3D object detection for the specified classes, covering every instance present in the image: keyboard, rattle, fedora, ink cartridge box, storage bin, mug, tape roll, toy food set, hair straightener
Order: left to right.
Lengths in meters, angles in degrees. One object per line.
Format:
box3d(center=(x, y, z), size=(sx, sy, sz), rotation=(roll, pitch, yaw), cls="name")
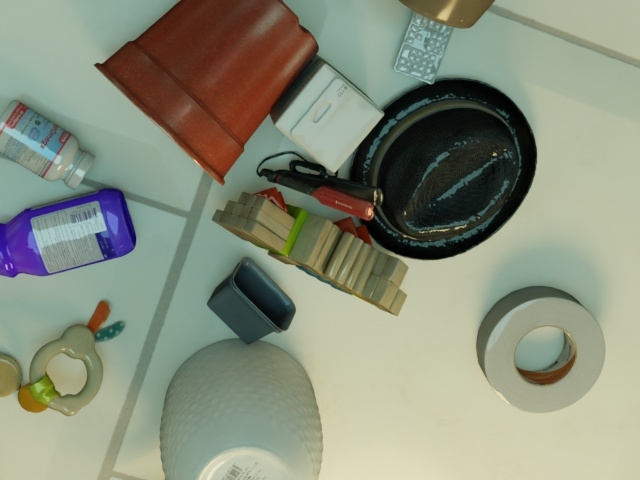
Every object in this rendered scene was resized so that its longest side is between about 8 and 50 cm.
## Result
box3d(center=(-0.560, 0.235, 1.989), size=(0.083, 0.020, 0.082), rotation=(0, 105, -6), cls="toy food set")
box3d(center=(-0.432, 0.208, 1.993), size=(0.130, 0.143, 0.199), rotation=(23, 66, -4), cls="rattle")
box3d(center=(-0.164, 0.378, 1.907), size=(0.374, 0.328, 0.276), rotation=(-43, 105, 6), cls="mug")
box3d(center=(-0.123, 0.107, 1.969), size=(0.091, 0.098, 0.135), rotation=(-33, 108, 33), cls="storage bin")
box3d(center=(0.000, -0.098, 1.908), size=(0.230, 0.089, 0.047), rotation=(15, 133, 22), cls="hair straightener")
box3d(center=(0.005, -0.208, 1.844), size=(0.127, 0.176, 0.128), rotation=(38, 99, -14), cls="ink cartridge box")
box3d(center=(0.197, -0.390, 1.889), size=(0.072, 0.014, 0.256), rotation=(19, 98, -10), cls="keyboard")
box3d(center=(0.214, -0.105, 1.905), size=(0.334, 0.152, 0.334), rotation=(-1, 105, -5), cls="fedora")
box3d(center=(0.392, 0.194, 2.045), size=(0.219, 0.072, 0.219), rotation=(-1, 106, -5), cls="tape roll")

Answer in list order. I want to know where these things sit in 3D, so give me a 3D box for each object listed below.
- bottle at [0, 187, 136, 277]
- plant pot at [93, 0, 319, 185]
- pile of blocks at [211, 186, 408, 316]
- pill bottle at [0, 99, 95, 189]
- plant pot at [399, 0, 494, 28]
box3d(center=(-0.453, -0.001, 1.898), size=(0.283, 0.092, 0.118), rotation=(-15, 105, -1), cls="bottle")
box3d(center=(-0.162, -0.273, 1.779), size=(0.272, 0.272, 0.265), rotation=(43, 89, -14), cls="plant pot")
box3d(center=(0.000, 0.000, 1.937), size=(0.362, 0.149, 0.112), rotation=(29, 81, -21), cls="pile of blocks")
box3d(center=(-0.451, -0.151, 1.861), size=(0.160, 0.087, 0.087), rotation=(32, 100, -13), cls="pill bottle")
box3d(center=(0.216, -0.463, 1.770), size=(0.263, 0.263, 0.229), rotation=(21, 116, -11), cls="plant pot")
